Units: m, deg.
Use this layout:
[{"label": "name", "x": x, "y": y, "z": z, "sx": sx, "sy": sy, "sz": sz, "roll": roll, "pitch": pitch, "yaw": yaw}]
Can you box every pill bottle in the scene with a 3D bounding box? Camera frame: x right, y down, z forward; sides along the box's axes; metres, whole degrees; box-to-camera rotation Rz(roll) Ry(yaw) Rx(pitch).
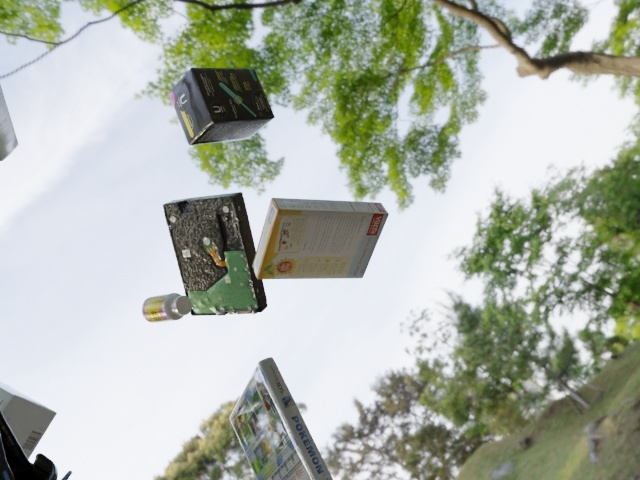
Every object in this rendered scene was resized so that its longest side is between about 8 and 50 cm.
[{"label": "pill bottle", "x": -0.239, "y": 0.105, "z": 0.947, "sx": 0.043, "sy": 0.083, "sz": 0.043, "roll": 17, "pitch": -112, "yaw": -48}]

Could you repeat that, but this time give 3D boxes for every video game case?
[{"label": "video game case", "x": -0.079, "y": 0.425, "z": 1.188, "sx": 0.036, "sy": 0.300, "sz": 0.329, "roll": -17, "pitch": -26, "yaw": -28}]

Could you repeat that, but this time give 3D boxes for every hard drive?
[{"label": "hard drive", "x": -0.290, "y": 0.043, "z": 1.683, "sx": 0.064, "sy": 0.237, "sz": 0.338, "roll": -38, "pitch": -61, "yaw": -62}]

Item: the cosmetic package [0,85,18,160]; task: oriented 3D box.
[{"label": "cosmetic package", "x": -0.750, "y": -0.320, "z": 1.080, "sx": 0.284, "sy": 0.097, "sz": 0.377, "roll": -4, "pitch": -60, "yaw": -1}]

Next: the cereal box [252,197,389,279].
[{"label": "cereal box", "x": 0.000, "y": 0.000, "z": 1.197, "sx": 0.240, "sy": 0.047, "sz": 0.173, "roll": 1, "pitch": -53, "yaw": -27}]

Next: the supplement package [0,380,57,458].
[{"label": "supplement package", "x": -0.696, "y": 0.350, "z": 1.234, "sx": 0.139, "sy": 0.244, "sz": 0.134, "roll": -62, "pitch": -29, "yaw": -21}]

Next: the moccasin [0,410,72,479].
[{"label": "moccasin", "x": -0.438, "y": 0.372, "z": 0.883, "sx": 0.117, "sy": 0.138, "sz": 0.342, "roll": -28, "pitch": -52, "yaw": -15}]

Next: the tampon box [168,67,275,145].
[{"label": "tampon box", "x": -0.200, "y": -0.273, "z": 1.229, "sx": 0.161, "sy": 0.120, "sz": 0.101, "roll": -15, "pitch": -10, "yaw": -45}]
